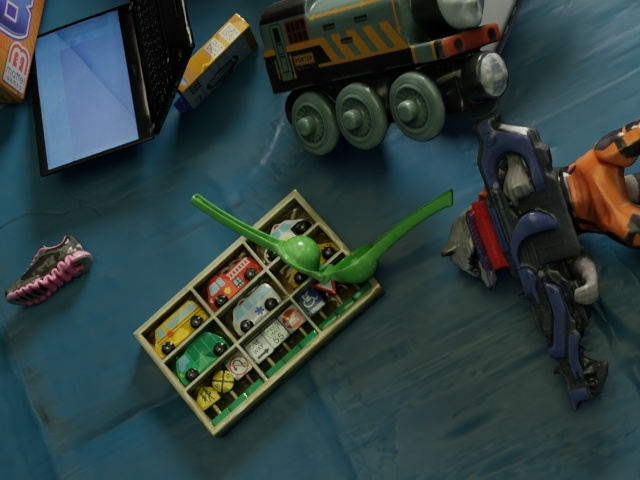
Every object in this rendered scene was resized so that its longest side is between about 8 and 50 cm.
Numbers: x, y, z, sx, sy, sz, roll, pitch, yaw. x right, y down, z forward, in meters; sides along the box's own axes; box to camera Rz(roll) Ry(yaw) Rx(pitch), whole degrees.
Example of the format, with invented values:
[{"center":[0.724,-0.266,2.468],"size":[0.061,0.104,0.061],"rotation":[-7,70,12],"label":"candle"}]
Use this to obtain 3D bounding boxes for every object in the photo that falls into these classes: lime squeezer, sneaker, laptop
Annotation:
[{"center":[0.000,0.000,1.348],"size":[0.310,0.110,0.059],"rotation":[0,37,16],"label":"lime squeezer"},{"center":[-0.349,0.036,1.479],"size":[0.119,0.047,0.057],"rotation":[-32,65,-6],"label":"sneaker"},{"center":[-0.270,-0.246,1.459],"size":[0.136,0.264,0.234],"rotation":[1,57,-25],"label":"laptop"}]

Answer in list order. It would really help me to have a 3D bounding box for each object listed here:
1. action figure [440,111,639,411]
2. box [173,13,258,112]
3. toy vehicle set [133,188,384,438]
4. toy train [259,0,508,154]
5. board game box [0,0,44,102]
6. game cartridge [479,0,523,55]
[{"center":[0.304,0.003,1.321],"size":[0.330,0.178,0.341],"rotation":[-10,98,16],"label":"action figure"},{"center":[-0.140,-0.220,1.480],"size":[0.136,0.081,0.028],"rotation":[-44,81,-3],"label":"box"},{"center":[-0.075,0.088,1.409],"size":[0.267,0.035,0.166],"rotation":[-42,71,-2],"label":"toy vehicle set"},{"center":[0.065,-0.208,1.328],"size":[0.334,0.142,0.190],"rotation":[-3,107,51],"label":"toy train"},{"center":[-0.579,-0.408,1.468],"size":[0.356,0.356,0.357],"rotation":[5,77,17],"label":"board game box"},{"center":[0.158,-0.334,1.415],"size":[0.196,0.060,0.294],"rotation":[25,104,12],"label":"game cartridge"}]
